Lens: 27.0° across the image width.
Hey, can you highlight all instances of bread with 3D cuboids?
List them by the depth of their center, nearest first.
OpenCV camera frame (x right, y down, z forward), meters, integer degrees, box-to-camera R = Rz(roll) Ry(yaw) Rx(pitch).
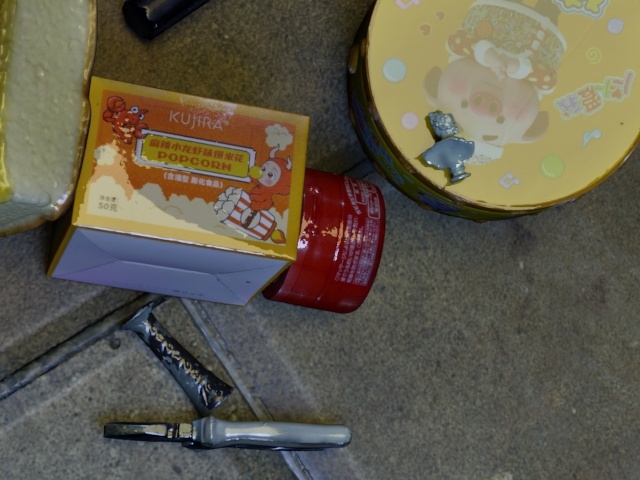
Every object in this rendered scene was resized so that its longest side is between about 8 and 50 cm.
[{"bbox_3d":[-0.424,-0.158,1.636,0.143,0.333,0.323,18,68,-44],"label":"bread"}]

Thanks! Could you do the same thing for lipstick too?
[{"bbox_3d":[-0.116,-0.431,1.951,0.418,0.077,0.077,-41,90,-24],"label":"lipstick"}]

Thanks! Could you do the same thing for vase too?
[{"bbox_3d":[-0.191,0.157,1.771,0.167,0.059,0.059,47,67,-1],"label":"vase"}]

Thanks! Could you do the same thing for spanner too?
[{"bbox_3d":[-0.121,0.255,1.746,0.325,0.095,0.040,5,73,-17],"label":"spanner"}]

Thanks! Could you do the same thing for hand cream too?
[{"bbox_3d":[0.000,0.000,1.806,0.125,0.193,0.193,12,72,-16],"label":"hand cream"}]

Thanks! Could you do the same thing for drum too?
[{"bbox_3d":[0.253,-0.235,1.880,0.431,0.214,0.431,0,87,-4],"label":"drum"}]

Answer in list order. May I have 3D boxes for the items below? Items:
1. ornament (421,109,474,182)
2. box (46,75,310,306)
[{"bbox_3d":[0.168,-0.122,1.742,0.068,0.041,0.092,9,99,18],"label":"ornament"},{"bbox_3d":[-0.188,-0.058,1.724,0.283,0.259,0.213,9,70,-16],"label":"box"}]
